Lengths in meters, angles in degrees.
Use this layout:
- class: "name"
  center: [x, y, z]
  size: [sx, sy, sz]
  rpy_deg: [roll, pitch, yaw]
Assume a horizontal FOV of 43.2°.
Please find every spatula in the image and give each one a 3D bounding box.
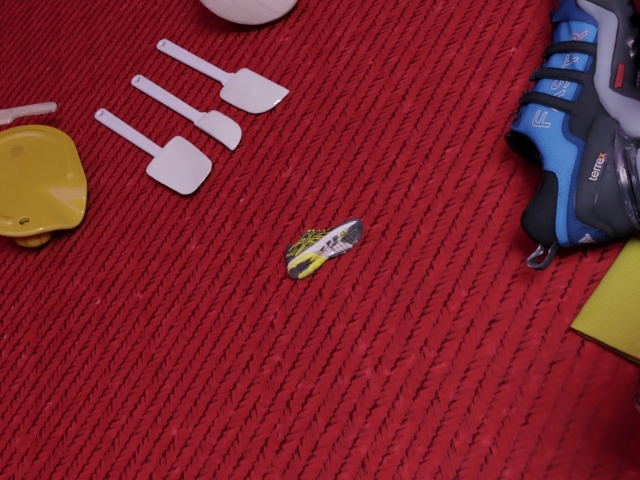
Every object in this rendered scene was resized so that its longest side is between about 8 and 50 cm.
- class: "spatula"
  center: [-0.167, -0.155, 0.942]
  size: [0.242, 0.019, 0.168]
  rpy_deg: [33, 80, 38]

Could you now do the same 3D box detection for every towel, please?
- class: "towel"
  center: [0.295, -0.006, 0.610]
  size: [0.102, 0.021, 0.237]
  rpy_deg: [28, 77, 43]

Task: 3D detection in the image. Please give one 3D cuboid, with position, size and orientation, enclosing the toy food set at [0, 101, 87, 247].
- class: "toy food set"
  center: [-0.343, -0.067, 0.954]
  size: [0.128, 0.071, 0.218]
  rpy_deg: [-17, 52, -13]

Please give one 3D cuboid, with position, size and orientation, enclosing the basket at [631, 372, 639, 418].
- class: "basket"
  center: [0.300, 0.051, 0.390]
  size: [0.213, 0.299, 0.223]
  rpy_deg: [28, 78, 39]

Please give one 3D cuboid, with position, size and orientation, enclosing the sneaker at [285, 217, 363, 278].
- class: "sneaker"
  center: [0.000, 0.000, 0.748]
  size: [0.083, 0.031, 0.035]
  rpy_deg: [-33, 50, 5]

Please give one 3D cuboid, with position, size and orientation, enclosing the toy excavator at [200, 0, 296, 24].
- class: "toy excavator"
  center: [0.075, -0.439, 0.834]
  size: [0.444, 0.433, 0.222]
  rpy_deg: [-1, 47, -4]

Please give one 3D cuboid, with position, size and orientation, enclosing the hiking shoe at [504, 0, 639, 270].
- class: "hiking shoe"
  center: [0.209, -0.129, 0.672]
  size: [0.132, 0.113, 0.304]
  rpy_deg: [-20, 47, 27]
